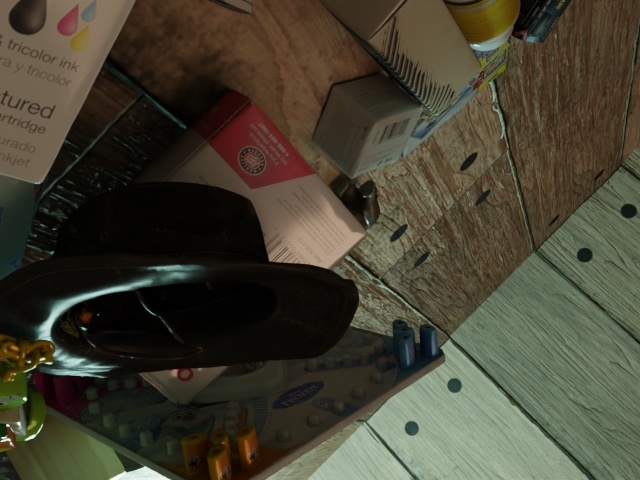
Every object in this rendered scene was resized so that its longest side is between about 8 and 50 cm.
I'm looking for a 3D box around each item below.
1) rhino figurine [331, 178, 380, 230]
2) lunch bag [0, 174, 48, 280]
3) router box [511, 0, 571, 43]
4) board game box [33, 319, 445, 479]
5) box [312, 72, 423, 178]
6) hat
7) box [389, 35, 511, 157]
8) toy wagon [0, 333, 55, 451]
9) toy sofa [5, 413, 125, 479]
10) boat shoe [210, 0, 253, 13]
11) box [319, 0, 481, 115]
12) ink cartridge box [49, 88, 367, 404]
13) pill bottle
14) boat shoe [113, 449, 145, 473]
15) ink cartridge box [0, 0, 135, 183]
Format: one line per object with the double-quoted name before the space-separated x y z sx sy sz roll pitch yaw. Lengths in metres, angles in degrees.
"rhino figurine" 0.000 0.000 1.255 0.243 0.073 0.106 -43 155 1
"lunch bag" -0.322 -0.051 0.573 0.224 0.108 0.279 -18 146 -45
"router box" 0.357 -0.376 1.255 0.092 0.038 0.122 -15 143 -52
"board game box" -0.106 0.159 1.013 0.390 0.390 0.050 -22 113 -43
"box" 0.062 -0.157 1.069 0.101 0.087 0.102 -24 151 -40
"hat" -0.135 0.026 0.712 0.331 0.133 0.331 -4 154 -2
"box" 0.191 -0.247 1.188 0.233 0.044 0.159 -41 157 -8
"toy wagon" -0.375 0.156 0.690 0.344 0.068 0.267 -19 158 26
"toy sofa" -0.398 0.388 1.146 0.177 0.150 0.362 -25 151 -30
"boat shoe" -0.094 -0.242 0.736 0.100 0.035 0.035 5 100 -57
"box" 0.099 -0.251 0.942 0.094 0.113 0.275 -48 156 10
"ink cartridge box" -0.126 0.006 0.869 0.283 0.117 0.207 -43 115 -2
"pill bottle" 0.200 -0.314 1.009 0.103 0.103 0.184 -47 157 5
"boat shoe" -0.198 0.261 1.241 0.320 0.118 0.103 -24 -167 -6
"ink cartridge box" -0.181 -0.208 0.359 0.198 0.197 0.270 15 119 -39
